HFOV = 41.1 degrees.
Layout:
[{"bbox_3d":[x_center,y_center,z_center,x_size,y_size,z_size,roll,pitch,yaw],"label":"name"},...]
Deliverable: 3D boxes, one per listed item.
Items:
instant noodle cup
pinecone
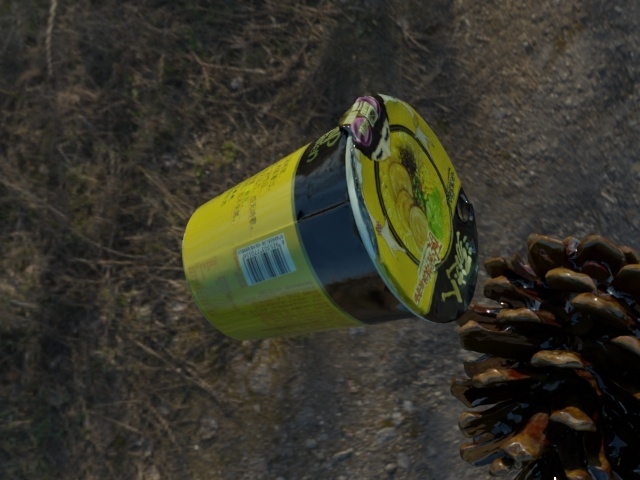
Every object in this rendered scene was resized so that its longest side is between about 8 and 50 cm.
[{"bbox_3d":[0.000,0.000,0.809,0.236,0.215,0.215,-19,75,32],"label":"instant noodle cup"},{"bbox_3d":[0.321,0.192,1.083,0.384,0.384,0.384,-4,81,25],"label":"pinecone"}]
